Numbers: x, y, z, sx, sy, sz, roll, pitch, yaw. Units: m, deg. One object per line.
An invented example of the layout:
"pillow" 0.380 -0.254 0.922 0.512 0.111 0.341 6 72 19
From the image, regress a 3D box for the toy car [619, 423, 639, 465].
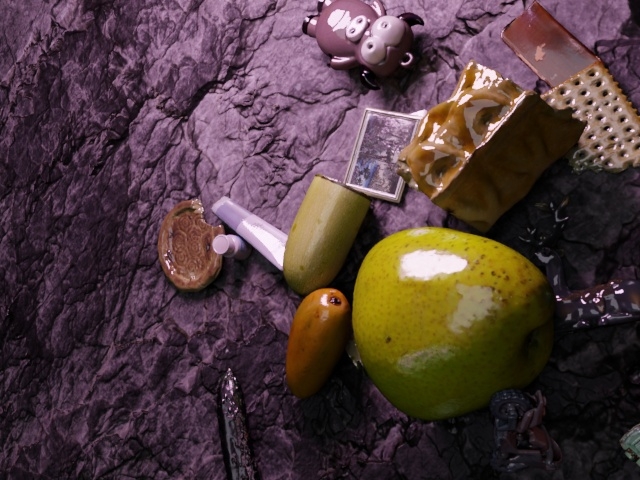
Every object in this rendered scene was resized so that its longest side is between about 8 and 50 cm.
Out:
"toy car" 0.538 0.350 0.931 0.122 0.035 0.059 45 103 16

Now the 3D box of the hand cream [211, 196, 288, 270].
"hand cream" -0.142 -0.017 1.319 0.255 0.048 0.079 34 66 28

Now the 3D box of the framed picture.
"framed picture" 0.126 -0.180 1.222 0.142 0.011 0.183 18 93 31

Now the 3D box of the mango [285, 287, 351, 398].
"mango" -0.009 0.205 1.181 0.138 0.113 0.253 -121 44 -61

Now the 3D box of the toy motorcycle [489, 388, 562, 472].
"toy motorcycle" 0.340 0.317 0.974 0.118 0.212 0.084 -3 37 13

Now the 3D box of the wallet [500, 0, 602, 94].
"wallet" 0.423 -0.356 1.096 0.095 0.026 0.176 -44 71 15

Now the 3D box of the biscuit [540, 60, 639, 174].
"biscuit" 0.481 -0.201 1.041 0.144 0.016 0.203 -29 76 22

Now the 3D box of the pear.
"pear" 0.231 0.127 0.987 0.318 0.239 0.342 -18 74 43

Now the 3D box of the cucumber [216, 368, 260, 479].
"cucumber" -0.181 0.426 1.265 0.072 0.072 0.299 -22 73 23

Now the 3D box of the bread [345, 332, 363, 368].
"bread" 0.114 0.188 1.173 0.154 0.028 0.068 -41 69 18

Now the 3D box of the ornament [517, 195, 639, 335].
"ornament" 0.443 0.032 1.000 0.202 0.080 0.235 -17 75 28

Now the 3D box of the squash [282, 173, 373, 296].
"squash" 0.000 0.000 1.199 0.133 0.132 0.246 25 93 28

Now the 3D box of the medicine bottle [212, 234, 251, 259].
"medicine bottle" -0.197 0.014 1.320 0.052 0.089 0.052 -4 81 27

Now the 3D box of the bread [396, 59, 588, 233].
"bread" 0.284 -0.165 1.038 0.238 0.196 0.252 42 111 28

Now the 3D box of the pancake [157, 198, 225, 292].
"pancake" -0.311 0.014 1.406 0.235 0.029 0.211 36 105 32

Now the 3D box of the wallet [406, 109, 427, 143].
"wallet" 0.200 -0.222 1.198 0.044 0.011 0.083 -9 79 26

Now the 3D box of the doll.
"doll" 0.087 -0.426 1.226 0.257 0.117 0.182 37 94 29
